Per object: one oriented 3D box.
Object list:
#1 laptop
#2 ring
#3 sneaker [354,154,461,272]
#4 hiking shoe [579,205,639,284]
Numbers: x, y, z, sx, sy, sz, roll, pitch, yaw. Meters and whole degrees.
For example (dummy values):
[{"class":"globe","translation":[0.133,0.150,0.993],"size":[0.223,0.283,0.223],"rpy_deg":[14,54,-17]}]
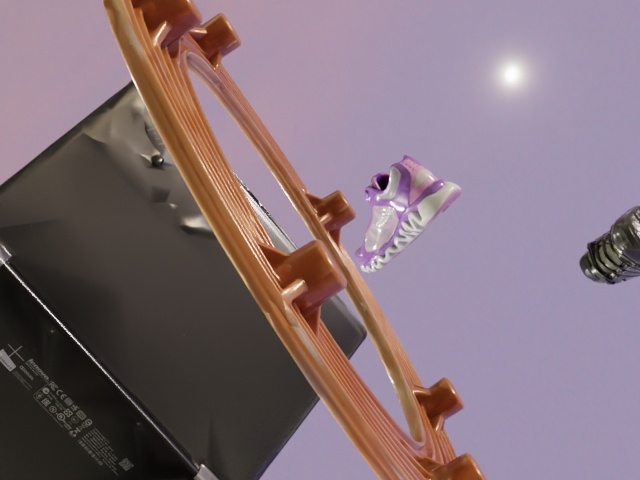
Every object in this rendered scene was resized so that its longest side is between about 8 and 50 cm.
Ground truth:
[{"class":"laptop","translation":[-0.231,0.117,1.086],"size":[0.408,0.382,0.236],"rpy_deg":[-37,-169,16]},{"class":"ring","translation":[0.000,0.000,0.518],"size":[0.032,0.336,0.337],"rpy_deg":[-32,-129,5]},{"class":"sneaker","translation":[0.101,-0.041,1.470],"size":[0.104,0.236,0.095],"rpy_deg":[45,-125,4]},{"class":"hiking shoe","translation":[0.383,0.021,1.316],"size":[0.114,0.227,0.086],"rpy_deg":[-35,-107,17]}]
